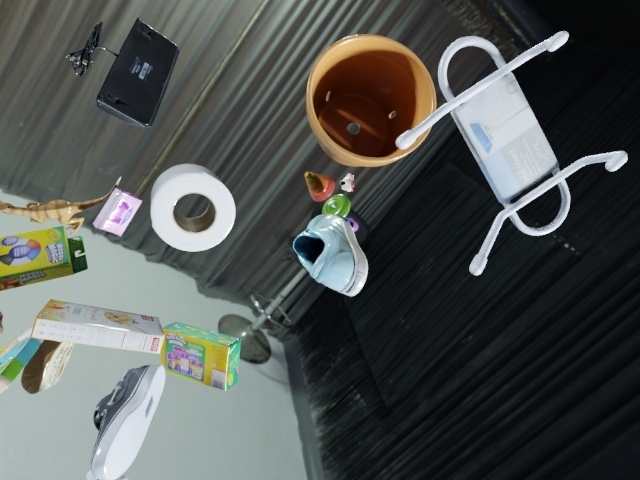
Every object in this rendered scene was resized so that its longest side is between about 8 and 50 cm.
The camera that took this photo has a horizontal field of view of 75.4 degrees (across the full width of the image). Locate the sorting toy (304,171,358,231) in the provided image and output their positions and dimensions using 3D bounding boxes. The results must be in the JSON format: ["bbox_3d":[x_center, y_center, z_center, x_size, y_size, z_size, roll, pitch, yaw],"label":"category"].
[{"bbox_3d":[0.023,-0.164,1.630,0.126,0.127,0.365,37,16,-46],"label":"sorting toy"}]

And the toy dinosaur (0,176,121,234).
[{"bbox_3d":[-0.472,-0.056,0.771,0.212,0.112,0.064,-12,81,-20],"label":"toy dinosaur"}]

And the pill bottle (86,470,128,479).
[{"bbox_3d":[-0.564,0.700,1.112,0.108,0.108,0.180,13,39,-57],"label":"pill bottle"}]

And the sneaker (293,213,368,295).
[{"bbox_3d":[0.000,0.000,1.057,0.150,0.135,0.366,26,11,-23],"label":"sneaker"}]

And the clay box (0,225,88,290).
[{"bbox_3d":[-0.669,0.039,0.952,0.222,0.053,0.127,-15,52,-25],"label":"clay box"}]

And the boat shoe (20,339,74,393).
[{"bbox_3d":[-0.793,0.315,1.240,0.105,0.285,0.089,29,3,16],"label":"boat shoe"}]

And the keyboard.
[{"bbox_3d":[-0.455,-0.412,0.965,0.202,0.033,0.317,28,49,-33],"label":"keyboard"}]

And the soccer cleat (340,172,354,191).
[{"bbox_3d":[0.067,-0.152,1.068,0.036,0.029,0.083,7,35,-6],"label":"soccer cleat"}]

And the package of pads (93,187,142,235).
[{"bbox_3d":[-0.380,-0.053,0.777,0.032,0.083,0.050,31,-1,28],"label":"package of pads"}]

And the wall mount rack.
[{"bbox_3d":[0.268,-0.129,0.614,0.350,0.304,0.130,56,-5,-10],"label":"wall mount rack"}]

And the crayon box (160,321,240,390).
[{"bbox_3d":[-0.425,0.402,1.456,0.279,0.165,0.081,10,10,19],"label":"crayon box"}]

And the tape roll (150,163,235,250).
[{"bbox_3d":[-0.402,-0.107,1.297,0.246,0.246,0.169,31,5,-29],"label":"tape roll"}]

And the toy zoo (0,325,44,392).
[{"bbox_3d":[-0.697,0.276,0.900,0.030,0.192,0.293,53,-1,-22],"label":"toy zoo"}]

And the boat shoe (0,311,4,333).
[{"bbox_3d":[-1.090,0.257,1.372,0.178,0.060,0.064,21,-35,34],"label":"boat shoe"}]

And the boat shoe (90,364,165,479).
[{"bbox_3d":[-0.423,0.367,0.874,0.102,0.108,0.301,0,21,-3],"label":"boat shoe"}]

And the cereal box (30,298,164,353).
[{"bbox_3d":[-0.474,0.186,0.905,0.240,0.047,0.173,16,-3,-26],"label":"cereal box"}]

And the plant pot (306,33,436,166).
[{"bbox_3d":[0.098,-0.301,0.996,0.291,0.291,0.203,39,-11,-4],"label":"plant pot"}]
